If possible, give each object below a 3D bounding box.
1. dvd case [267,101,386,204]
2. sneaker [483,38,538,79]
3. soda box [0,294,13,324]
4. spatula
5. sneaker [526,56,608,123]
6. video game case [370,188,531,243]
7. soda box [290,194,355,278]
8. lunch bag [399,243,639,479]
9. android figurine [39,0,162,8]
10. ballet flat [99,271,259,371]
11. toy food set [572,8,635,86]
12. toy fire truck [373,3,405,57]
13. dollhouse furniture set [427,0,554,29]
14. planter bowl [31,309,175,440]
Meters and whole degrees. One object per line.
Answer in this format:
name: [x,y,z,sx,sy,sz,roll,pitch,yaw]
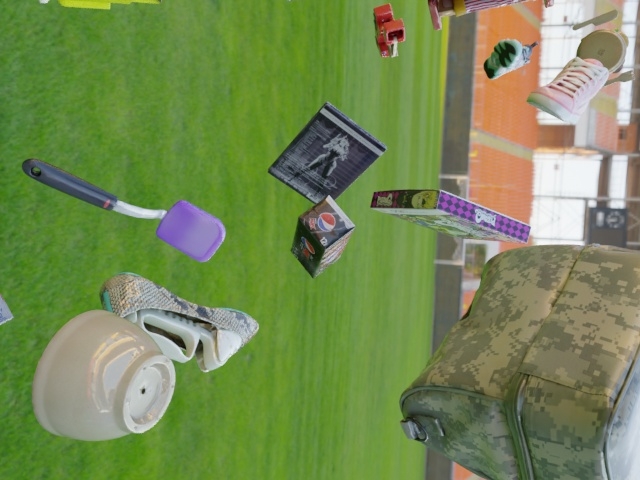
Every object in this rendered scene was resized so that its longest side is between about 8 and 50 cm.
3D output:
dvd case: [0.011,-0.177,1.297,0.221,0.165,0.018,-43,-157,35]
sneaker: [0.268,-0.256,0.804,0.098,0.069,0.038,177,-111,-85]
soda box: [-0.523,0.071,0.819,0.092,0.263,0.083,-35,119,-36]
spatula: [-0.272,-0.048,0.848,0.297,0.084,0.030,24,28,-35]
sneaker: [0.263,-0.164,0.629,0.134,0.051,0.070,-14,135,-57]
video game case: [0.248,-0.046,1.151,0.210,0.232,0.041,8,-98,61]
soda box: [0.000,0.000,0.832,0.053,0.060,0.169,-37,171,-14]
lunch bag: [0.266,0.145,0.715,0.305,0.256,0.212,-46,130,-35]
android figurine: [-0.394,-0.425,0.987,0.248,0.273,0.056,28,-58,59]
ballet flat: [-0.332,0.233,1.488,0.483,0.164,0.182,31,26,-43]
toy food set: [0.762,-0.506,1.602,0.038,0.133,0.191,-14,90,-64]
toy fire truck: [0.169,-0.500,1.459,0.192,0.047,0.135,69,6,-68]
dollhouse furniture set: [0.263,-0.557,0.995,0.152,0.202,0.373,49,37,-62]
planter bowl: [-0.251,0.175,0.736,0.162,0.109,0.162,10,90,-68]
